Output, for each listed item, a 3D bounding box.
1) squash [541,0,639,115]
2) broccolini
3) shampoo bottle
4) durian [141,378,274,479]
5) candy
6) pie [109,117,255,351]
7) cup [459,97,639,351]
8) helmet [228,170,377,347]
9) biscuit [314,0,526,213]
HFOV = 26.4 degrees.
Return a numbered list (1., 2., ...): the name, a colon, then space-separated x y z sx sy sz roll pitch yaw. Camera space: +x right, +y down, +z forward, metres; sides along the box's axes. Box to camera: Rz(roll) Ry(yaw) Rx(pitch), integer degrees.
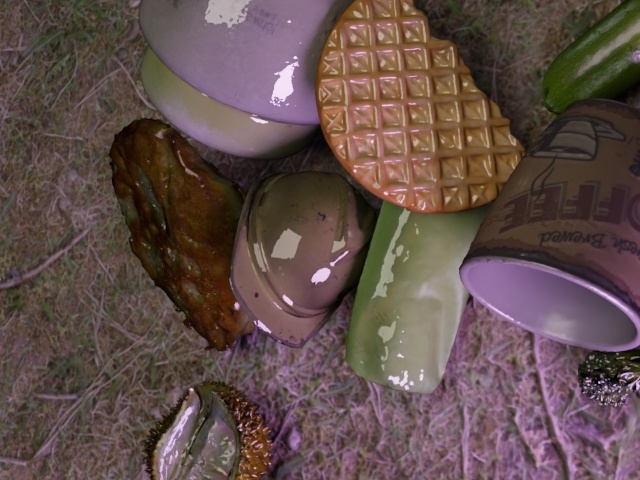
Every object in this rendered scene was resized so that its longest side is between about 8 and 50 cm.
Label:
1. squash: 0.425 -0.273 1.658 0.378 0.101 0.101 -35 65 27
2. broccolini: 0.485 0.172 1.573 0.392 0.074 0.079 4 42 32
3. shampoo bottle: -0.078 -0.294 1.836 0.322 0.322 0.317 44 125 30
4. durian: -0.158 0.316 1.903 0.237 0.137 0.193 -42 66 16
5. candy: 0.132 0.024 1.770 0.131 0.142 0.344 16 91 22
6. pie: -0.184 -0.017 1.921 0.288 0.103 0.355 26 136 46
7. cup: 0.349 -0.013 1.611 0.301 0.227 0.257 26 74 0
8. helmet: 0.002 0.002 1.793 0.137 0.204 0.258 -22 39 37
9. biscuit: 0.106 -0.158 1.689 0.204 0.040 0.309 -35 90 -5
